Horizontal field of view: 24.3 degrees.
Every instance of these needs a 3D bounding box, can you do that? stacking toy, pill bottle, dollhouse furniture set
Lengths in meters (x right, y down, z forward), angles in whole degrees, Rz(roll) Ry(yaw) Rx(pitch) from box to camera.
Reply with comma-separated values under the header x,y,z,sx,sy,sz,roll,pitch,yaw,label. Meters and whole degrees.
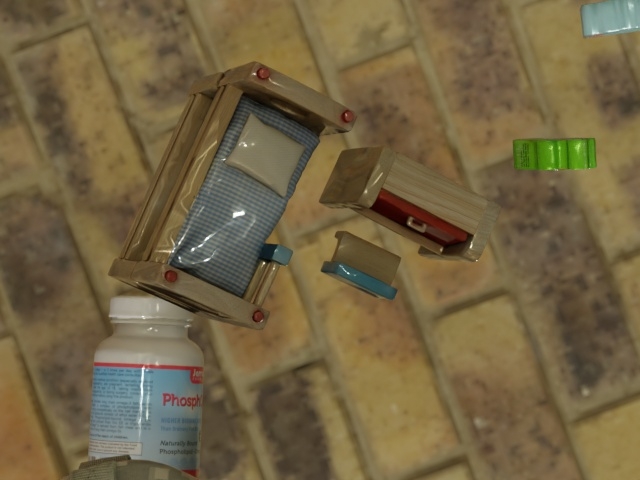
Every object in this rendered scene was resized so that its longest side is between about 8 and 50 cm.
x,y,z,sx,sy,sz,roll,pitch,yaw,label
0.198,-0.125,0.779,0.052,0.221,0.167,-15,-79,-65,stacking toy
-0.135,0.125,1.160,0.087,0.087,0.160,39,-127,-82,pill bottle
0.000,0.000,0.841,0.183,0.129,0.129,26,173,-18,dollhouse furniture set

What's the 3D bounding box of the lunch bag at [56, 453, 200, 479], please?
x,y,z,sx,sy,sz,roll,pitch,yaw,label
-0.078,0.282,0.737,0.305,0.212,0.256,-100,-7,-63,lunch bag
